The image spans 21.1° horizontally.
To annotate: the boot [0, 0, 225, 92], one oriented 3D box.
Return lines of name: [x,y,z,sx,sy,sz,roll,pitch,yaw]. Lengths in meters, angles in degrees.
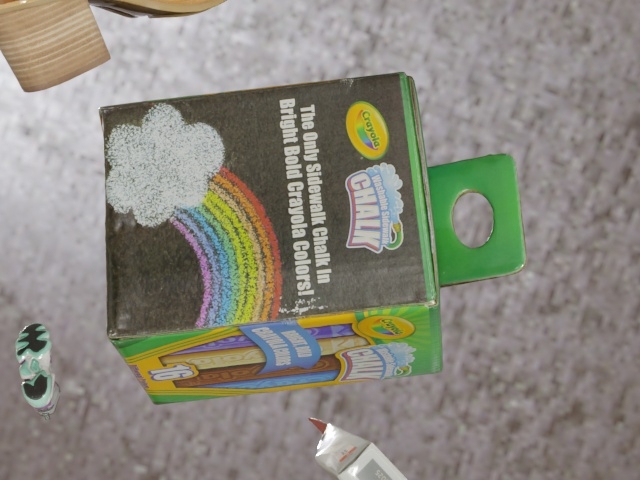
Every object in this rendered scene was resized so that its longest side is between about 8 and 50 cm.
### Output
boot: [-0.117,-0.187,0.939,0.073,0.197,0.152,0,117,43]

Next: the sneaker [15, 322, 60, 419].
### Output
sneaker: [-0.292,0.141,1.790,0.069,0.038,0.098,79,-176,-56]

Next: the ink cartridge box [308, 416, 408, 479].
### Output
ink cartridge box: [0.047,0.214,1.401,0.045,0.145,0.179,-45,12,-13]

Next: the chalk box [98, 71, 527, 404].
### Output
chalk box: [0.000,0.000,1.241,0.179,0.289,0.180,80,-174,-70]
